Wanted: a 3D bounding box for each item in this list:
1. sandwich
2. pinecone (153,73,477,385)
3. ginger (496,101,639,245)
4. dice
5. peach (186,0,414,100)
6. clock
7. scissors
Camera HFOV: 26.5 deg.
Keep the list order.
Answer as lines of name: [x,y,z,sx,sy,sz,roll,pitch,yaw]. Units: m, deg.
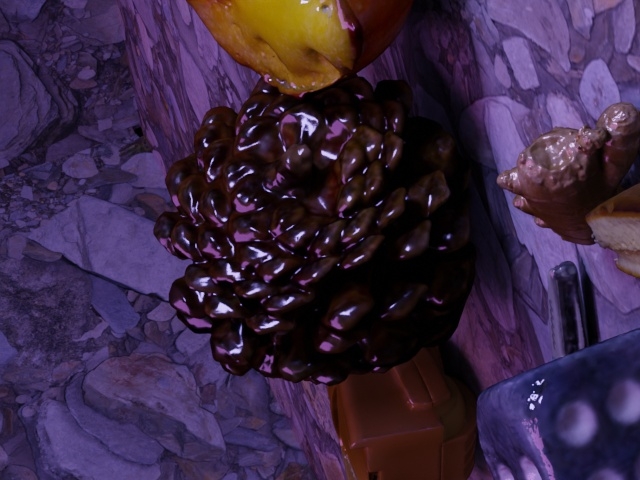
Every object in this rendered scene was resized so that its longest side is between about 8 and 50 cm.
sandwich: [0.305,-0.009,1.037,0.090,0.088,0.244,64,164,-11]
pinecone: [0.000,0.000,1.642,0.398,0.398,0.397,160,90,-76]
ginger: [0.224,-0.047,1.224,0.081,0.115,0.205,46,160,24]
dice: [0.262,0.191,1.270,0.183,0.182,0.181,124,123,-75]
peach: [-0.023,-0.292,1.492,0.338,0.281,0.281,-101,0,-58]
clock: [0.097,0.208,1.967,0.244,0.200,0.317,91,164,-49]
scissors: [0.271,0.139,1.459,0.138,0.041,0.289,-116,12,-55]
